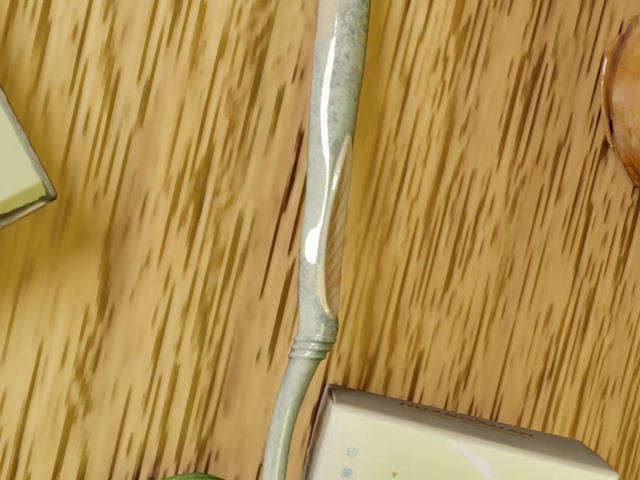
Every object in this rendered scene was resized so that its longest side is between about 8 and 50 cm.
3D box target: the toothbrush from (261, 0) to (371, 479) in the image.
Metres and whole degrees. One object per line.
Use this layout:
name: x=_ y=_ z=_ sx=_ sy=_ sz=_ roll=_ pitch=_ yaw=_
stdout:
toothbrush: x=0.000 y=0.000 z=0.475 sx=0.028 sy=0.037 sz=0.375 roll=15 pitch=79 yaw=-57

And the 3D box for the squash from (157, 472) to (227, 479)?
squash: x=-0.127 y=0.161 z=0.448 sx=0.219 sy=0.068 sz=0.077 roll=-9 pitch=110 yaw=-24

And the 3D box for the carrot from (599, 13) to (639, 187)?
carrot: x=0.257 y=-0.081 z=0.487 sx=0.196 sy=0.254 sz=0.196 roll=-5 pitch=103 yaw=-20

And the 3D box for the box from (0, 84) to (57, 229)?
box: x=-0.282 y=-0.022 z=0.358 sx=0.324 sy=0.047 sz=0.180 roll=-30 pitch=110 yaw=-18

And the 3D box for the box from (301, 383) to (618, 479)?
box: x=0.048 y=0.204 z=0.514 sx=0.149 sy=0.067 sz=0.233 roll=13 pitch=92 yaw=-6
